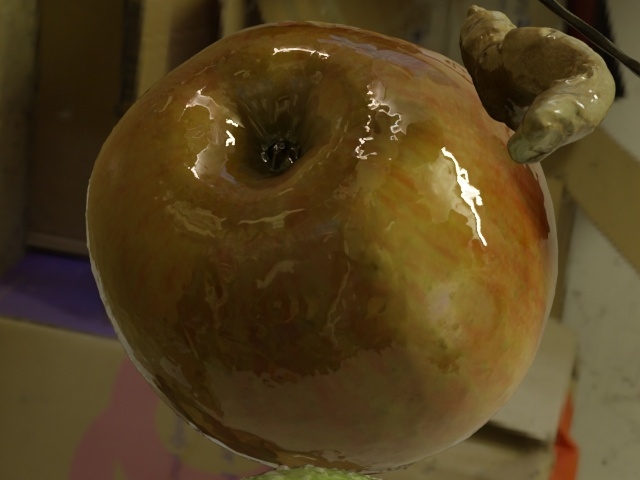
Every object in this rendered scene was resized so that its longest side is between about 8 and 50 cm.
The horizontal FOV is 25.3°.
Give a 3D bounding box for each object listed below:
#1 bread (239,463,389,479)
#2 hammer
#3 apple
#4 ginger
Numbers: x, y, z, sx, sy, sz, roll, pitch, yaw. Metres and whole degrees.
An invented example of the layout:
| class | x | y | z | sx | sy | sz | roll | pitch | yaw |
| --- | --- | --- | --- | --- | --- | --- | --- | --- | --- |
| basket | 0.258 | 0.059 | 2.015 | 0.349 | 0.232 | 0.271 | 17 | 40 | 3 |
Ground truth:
| class | x | y | z | sx | sy | sz | roll | pitch | yaw |
| --- | --- | --- | --- | --- | --- | --- | --- | --- | --- |
| bread | 0.068 | 0.184 | 0.581 | 0.045 | 0.301 | 0.301 | -59 | 173 | 16 |
| hammer | 0.223 | -0.197 | 1.266 | 0.029 | 0.292 | 0.058 | -51 | 173 | -1 |
| apple | 0.000 | 0.000 | 1.198 | 0.346 | 0.391 | 0.391 | 66 | 36 | -61 |
| ginger | 0.131 | -0.101 | 0.920 | 0.288 | 0.075 | 0.089 | -105 | 175 | -72 |
